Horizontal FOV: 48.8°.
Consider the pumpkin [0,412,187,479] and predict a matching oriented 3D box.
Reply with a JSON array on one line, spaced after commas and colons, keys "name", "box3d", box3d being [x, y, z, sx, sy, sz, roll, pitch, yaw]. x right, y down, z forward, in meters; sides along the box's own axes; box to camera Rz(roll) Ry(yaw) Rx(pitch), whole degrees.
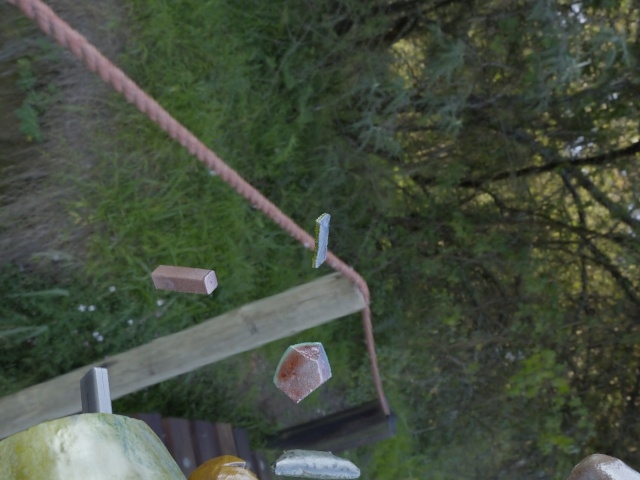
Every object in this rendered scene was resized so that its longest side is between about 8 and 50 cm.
[{"name": "pumpkin", "box3d": [-0.343, 0.377, 0.988, 0.199, 0.332, 0.332, 57, -2, 26]}]

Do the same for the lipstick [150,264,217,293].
[{"name": "lipstick", "box3d": [-0.303, 0.087, 1.568, 0.045, 0.145, 0.045, -53, 139, -49]}]

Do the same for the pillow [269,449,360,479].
[{"name": "pillow", "box3d": [-0.018, 0.565, 1.793, 0.093, 0.241, 0.051, -127, -132, -63]}]

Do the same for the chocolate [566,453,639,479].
[{"name": "chocolate", "box3d": [0.448, 0.432, 1.017, 0.083, 0.161, 0.261, 8, 19, -45]}]

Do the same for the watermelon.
[{"name": "watermelon", "box3d": [-0.017, 0.201, 1.044, 0.092, 0.084, 0.072, 20, 24, -33]}]

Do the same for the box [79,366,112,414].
[{"name": "box", "box3d": [-0.668, 0.507, 2.109, 0.055, 0.103, 0.243, 17, 44, -41]}]

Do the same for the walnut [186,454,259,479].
[{"name": "walnut", "box3d": [-0.221, 0.640, 1.593, 0.336, 0.209, 0.209, -97, 169, -61]}]

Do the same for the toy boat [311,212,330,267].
[{"name": "toy boat", "box3d": [0.000, 0.000, 1.581, 0.063, 0.016, 0.115, -42, 142, -61]}]
